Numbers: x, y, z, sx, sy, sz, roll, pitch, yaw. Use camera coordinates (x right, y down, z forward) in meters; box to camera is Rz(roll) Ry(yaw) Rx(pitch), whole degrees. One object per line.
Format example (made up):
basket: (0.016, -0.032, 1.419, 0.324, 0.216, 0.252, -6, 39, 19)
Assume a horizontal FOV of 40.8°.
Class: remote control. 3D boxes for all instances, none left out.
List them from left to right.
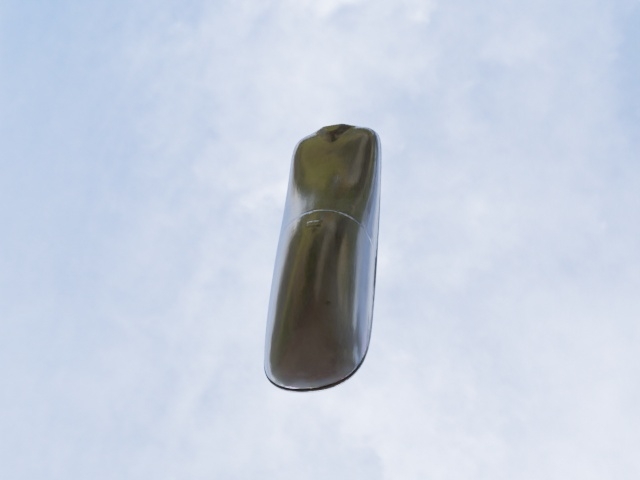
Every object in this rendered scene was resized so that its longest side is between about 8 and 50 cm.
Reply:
remote control: (0.000, 0.000, 0.592, 0.073, 0.044, 0.229, -8, -130, 18)
